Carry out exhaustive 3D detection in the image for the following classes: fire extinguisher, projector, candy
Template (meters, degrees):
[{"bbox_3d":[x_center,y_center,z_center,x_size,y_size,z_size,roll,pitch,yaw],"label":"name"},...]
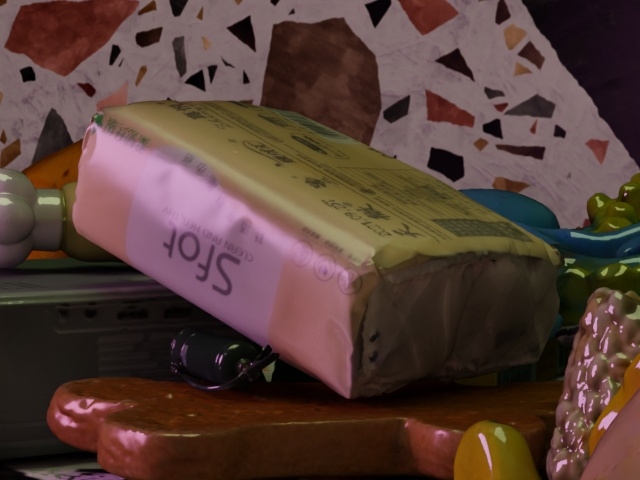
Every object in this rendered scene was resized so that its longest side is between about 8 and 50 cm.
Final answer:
[{"bbox_3d":[-0.051,0.063,0.940,0.038,0.025,0.083,-41,21,-20],"label":"fire extinguisher"},{"bbox_3d":[-0.174,0.067,1.116,0.192,0.099,0.256,-1,3,-32],"label":"projector"},{"bbox_3d":[0.146,0.078,0.834,0.085,0.110,0.095,0,-13,21],"label":"candy"}]

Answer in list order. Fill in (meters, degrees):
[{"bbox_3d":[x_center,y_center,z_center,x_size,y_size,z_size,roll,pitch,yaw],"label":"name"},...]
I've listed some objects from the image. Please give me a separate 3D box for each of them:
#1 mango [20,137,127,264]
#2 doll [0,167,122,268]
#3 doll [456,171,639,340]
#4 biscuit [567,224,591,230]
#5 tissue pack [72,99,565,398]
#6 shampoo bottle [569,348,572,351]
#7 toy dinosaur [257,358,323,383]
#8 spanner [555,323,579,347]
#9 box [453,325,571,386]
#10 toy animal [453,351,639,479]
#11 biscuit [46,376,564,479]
[{"bbox_3d":[-0.131,-0.012,1.359,0.191,0.160,0.290,-10,-14,-30],"label":"mango"},{"bbox_3d":[-0.141,-0.014,1.129,0.162,0.062,0.106,-1,-1,-14],"label":"doll"},{"bbox_3d":[0.120,0.026,1.292,0.346,0.099,0.341,-12,14,2],"label":"doll"},{"bbox_3d":[0.241,0.027,1.661,0.295,0.075,0.296,-4,-10,-1],"label":"biscuit"},{"bbox_3d":[0.000,0.000,1.010,0.222,0.090,0.186,30,21,33],"label":"tissue pack"},{"bbox_3d":[0.244,0.065,1.449,0.057,0.064,0.207,0,2,29],"label":"shampoo bottle"},{"bbox_3d":[-0.002,0.085,1.057,0.119,0.060,0.029,-4,9,-28],"label":"toy dinosaur"},{"bbox_3d":[0.159,0.073,1.036,0.071,0.018,0.302,1,-11,4],"label":"spanner"},{"bbox_3d":[0.089,0.081,1.352,0.153,0.041,0.279,1,3,20],"label":"box"},{"bbox_3d":[0.143,0.082,0.454,0.229,0.156,0.156,10,-2,-25],"label":"toy animal"},{"bbox_3d":[0.037,0.098,0.931,0.324,0.049,0.205,-2,4,-19],"label":"biscuit"}]
